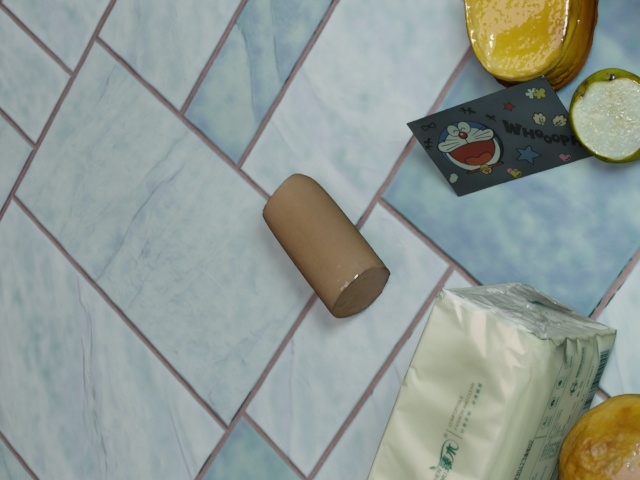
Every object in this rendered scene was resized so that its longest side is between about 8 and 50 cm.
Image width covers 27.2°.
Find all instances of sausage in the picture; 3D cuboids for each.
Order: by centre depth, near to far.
[{"bbox_3d":[0.000,0.000,2.229,0.123,0.123,0.253,-50,62,23],"label":"sausage"}]

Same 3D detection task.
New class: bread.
[{"bbox_3d":[0.318,-0.358,1.999,0.196,0.143,0.269,1,92,26],"label":"bread"}]

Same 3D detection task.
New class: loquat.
[{"bbox_3d":[0.444,0.328,1.858,0.238,0.193,0.238,3,97,30],"label":"loquat"}]

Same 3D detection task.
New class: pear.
[{"bbox_3d":[0.437,-0.187,1.938,0.141,0.104,0.141,7,111,20],"label":"pear"}]

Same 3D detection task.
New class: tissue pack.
[{"bbox_3d":[0.248,0.265,1.938,0.207,0.297,0.380,26,102,31],"label":"tissue pack"}]

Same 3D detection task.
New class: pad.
[{"bbox_3d":[0.274,-0.157,2.035,0.246,0.170,0.006,-16,36,34],"label":"pad"}]
